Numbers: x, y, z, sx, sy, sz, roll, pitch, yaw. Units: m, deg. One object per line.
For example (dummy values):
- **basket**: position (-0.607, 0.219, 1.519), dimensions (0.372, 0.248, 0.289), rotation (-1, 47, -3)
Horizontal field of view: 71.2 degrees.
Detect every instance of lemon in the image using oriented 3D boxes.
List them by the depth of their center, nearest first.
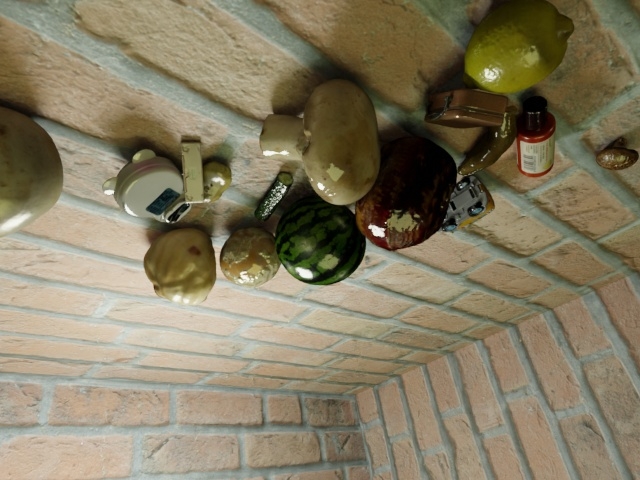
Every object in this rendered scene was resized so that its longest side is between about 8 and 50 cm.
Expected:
- **lemon**: position (0.417, -0.417, 0.976), dimensions (0.184, 0.184, 0.248), rotation (18, 155, -37)

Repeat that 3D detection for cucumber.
- **cucumber**: position (-0.141, -0.133, 1.361), dimensions (0.058, 0.058, 0.187), rotation (11, 140, -30)

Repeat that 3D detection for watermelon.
- **watermelon**: position (0.000, 0.000, 1.397), dimensions (0.284, 0.285, 0.285), rotation (-8, 147, -5)

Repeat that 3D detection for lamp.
- **lamp**: position (-0.449, -0.139, 1.204), dimensions (0.179, 0.108, 0.246), rotation (-39, 149, 3)

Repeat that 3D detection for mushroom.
- **mushroom**: position (-0.735, -0.153, 1.011), dimensions (0.297, 0.298, 0.290), rotation (-2, -177, -14)
- **mushroom**: position (-0.003, -0.226, 1.077), dimensions (0.289, 0.293, 0.293), rotation (0, 150, 16)
- **mushroom**: position (0.962, -0.269, 1.448), dimensions (0.126, 0.085, 0.109), rotation (5, 146, -13)

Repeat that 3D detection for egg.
- **egg**: position (-0.236, 0.056, 1.493), dimensions (0.203, 0.204, 0.245), rotation (21, 147, -40)

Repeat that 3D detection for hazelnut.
- **hazelnut**: position (-0.447, 0.077, 1.474), dimensions (0.241, 0.261, 0.261), rotation (-25, 165, -47)

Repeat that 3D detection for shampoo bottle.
- **shampoo bottle**: position (0.615, -0.298, 1.281), dimensions (0.104, 0.105, 0.278), rotation (-21, 147, 15)

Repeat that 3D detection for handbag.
- **handbag**: position (0.347, -0.321, 1.100), dimensions (0.151, 0.193, 0.072), rotation (5, 102, -19)

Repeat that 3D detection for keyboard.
- **keyboard**: position (-0.341, -0.180, 1.188), dimensions (0.055, 0.017, 0.166), rotation (-5, 116, -17)

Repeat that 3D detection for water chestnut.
- **water chestnut**: position (0.217, -0.142, 1.283), dimensions (0.302, 0.351, 0.351), rotation (26, 154, 21)

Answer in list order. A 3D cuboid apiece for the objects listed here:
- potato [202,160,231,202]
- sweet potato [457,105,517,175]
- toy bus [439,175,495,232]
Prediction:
- **potato**: position (-0.300, -0.165, 1.244), dimensions (0.091, 0.070, 0.138), rotation (32, 119, -23)
- **sweet potato**: position (0.487, -0.283, 1.304), dimensions (0.112, 0.085, 0.286), rotation (28, 155, 3)
- **toy bus**: position (0.483, -0.111, 1.518), dimensions (0.136, 0.126, 0.209), rotation (12, 142, -45)
